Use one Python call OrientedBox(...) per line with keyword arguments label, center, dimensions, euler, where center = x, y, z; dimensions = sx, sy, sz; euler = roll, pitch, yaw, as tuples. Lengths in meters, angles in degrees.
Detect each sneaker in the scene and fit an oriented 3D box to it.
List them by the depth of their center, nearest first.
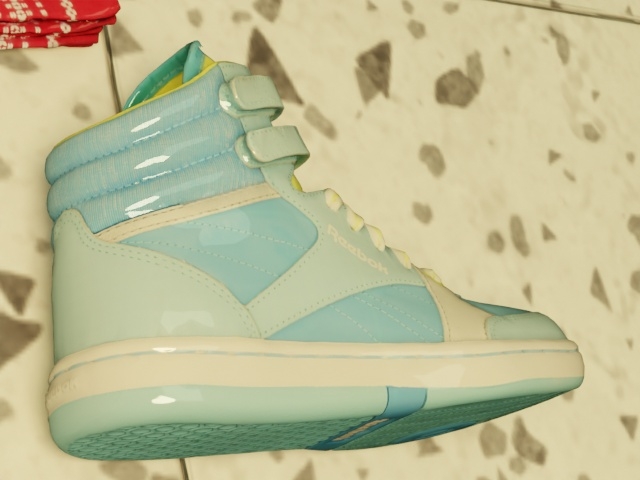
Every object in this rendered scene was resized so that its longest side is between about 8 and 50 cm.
OrientedBox(label="sneaker", center=(0.000, 0.000, 0.880), dimensions=(0.319, 0.127, 0.208), euler=(3, 69, -39))

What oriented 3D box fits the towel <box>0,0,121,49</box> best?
OrientedBox(label="towel", center=(-0.240, -0.186, 0.842), dimensions=(0.275, 0.031, 0.198), euler=(-7, 73, -41))
